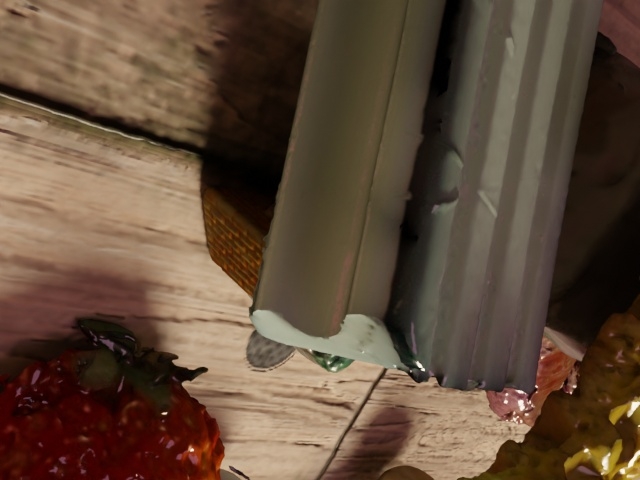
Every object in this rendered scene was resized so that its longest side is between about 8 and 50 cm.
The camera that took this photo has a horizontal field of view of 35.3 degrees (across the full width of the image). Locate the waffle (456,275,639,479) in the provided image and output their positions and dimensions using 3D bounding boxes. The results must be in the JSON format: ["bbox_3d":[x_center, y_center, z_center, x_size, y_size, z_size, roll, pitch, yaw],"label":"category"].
[{"bbox_3d":[0.183,0.069,0.556,0.293,0.069,0.260,-55,154,4],"label":"waffle"}]

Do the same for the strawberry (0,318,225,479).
[{"bbox_3d":[-0.140,0.168,0.543,0.175,0.107,0.236,16,109,-48],"label":"strawberry"}]

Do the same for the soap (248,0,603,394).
[{"bbox_3d":[0.061,-0.063,0.496,0.150,0.094,0.261,17,83,-53],"label":"soap"}]

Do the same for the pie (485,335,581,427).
[{"bbox_3d":[0.230,0.077,0.864,0.219,0.054,0.204,-11,127,-39],"label":"pie"}]

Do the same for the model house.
[{"bbox_3d":[0.000,0.000,0.558,0.101,0.088,0.100,-44,142,-8],"label":"model house"}]

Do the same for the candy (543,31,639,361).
[{"bbox_3d":[0.191,-0.022,0.686,0.185,0.137,0.195,-51,139,1],"label":"candy"}]

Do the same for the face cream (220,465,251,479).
[{"bbox_3d":[-0.129,0.252,0.666,0.243,0.058,0.092,-50,146,9],"label":"face cream"}]

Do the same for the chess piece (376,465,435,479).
[{"bbox_3d":[0.009,0.318,0.812,0.139,0.124,0.307,28,96,-20],"label":"chess piece"}]
